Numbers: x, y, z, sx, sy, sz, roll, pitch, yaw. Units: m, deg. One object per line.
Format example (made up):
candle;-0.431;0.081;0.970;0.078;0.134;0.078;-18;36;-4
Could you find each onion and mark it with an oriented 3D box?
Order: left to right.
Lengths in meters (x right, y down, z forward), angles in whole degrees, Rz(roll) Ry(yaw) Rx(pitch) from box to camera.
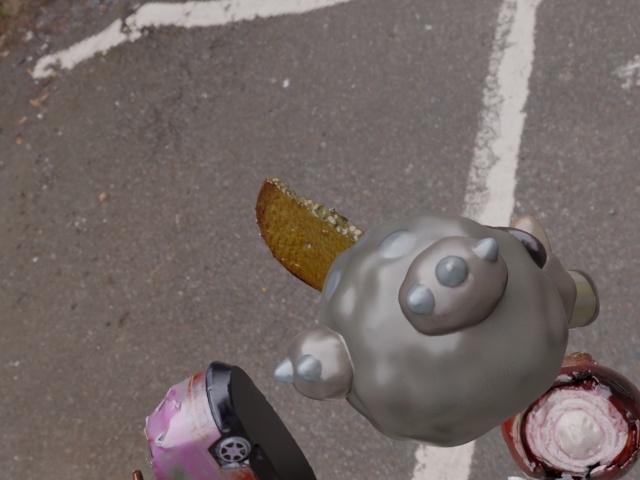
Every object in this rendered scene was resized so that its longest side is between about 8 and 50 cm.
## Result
onion;0.607;0.438;1.818;0.341;0.341;0.341;-20;44;20

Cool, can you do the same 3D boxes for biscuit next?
biscuit;0.001;0.010;0.917;0.126;0.206;0.025;-48;8;47

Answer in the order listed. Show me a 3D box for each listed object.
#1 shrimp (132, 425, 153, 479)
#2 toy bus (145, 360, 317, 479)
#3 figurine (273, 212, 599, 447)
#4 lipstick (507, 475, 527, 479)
shrimp;-0.232;0.344;1.087;0.095;0.045;0.163;-34;73;24
toy bus;-0.111;0.308;1.023;0.147;0.303;0.128;-27;30;7
figurine;0.149;0.083;0.741;0.248;0.380;0.203;-32;68;36
lipstick;0.380;0.535;1.484;0.040;0.040;0.141;-5;63;33
